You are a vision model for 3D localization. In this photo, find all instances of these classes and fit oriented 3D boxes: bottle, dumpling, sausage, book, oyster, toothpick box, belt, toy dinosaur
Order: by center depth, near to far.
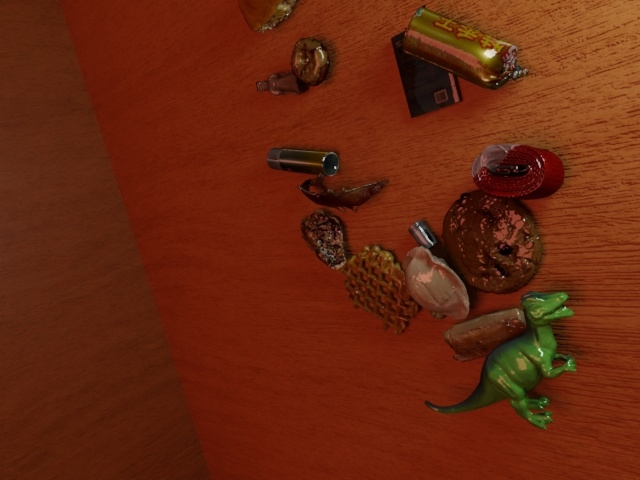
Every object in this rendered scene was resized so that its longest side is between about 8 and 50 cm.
[{"bbox_3d":[0.475,-0.162,1.331,0.201,0.124,0.128,12,98,50],"label":"belt"},{"bbox_3d":[0.345,-0.449,1.332,0.317,0.125,0.117,33,163,23],"label":"sausage"},{"bbox_3d":[0.280,-0.459,1.481,0.160,0.024,0.228,-9,99,47],"label":"book"},{"bbox_3d":[0.445,0.328,1.490,0.499,0.144,0.375,-11,107,37],"label":"toy dinosaur"},{"bbox_3d":[0.331,0.116,1.581,0.252,0.131,0.179,52,150,20],"label":"dumpling"},{"bbox_3d":[0.302,-0.013,1.631,0.083,0.052,0.052,54,137,13],"label":"toothpick box"},{"bbox_3d":[0.047,-0.167,1.799,0.206,0.113,0.327,32,163,-13],"label":"toy dinosaur"},{"bbox_3d":[-0.066,-0.270,1.890,0.286,0.082,0.082,14,116,44],"label":"bottle"},{"bbox_3d":[0.000,0.000,1.943,0.223,0.083,0.214,-11,96,55],"label":"oyster"}]

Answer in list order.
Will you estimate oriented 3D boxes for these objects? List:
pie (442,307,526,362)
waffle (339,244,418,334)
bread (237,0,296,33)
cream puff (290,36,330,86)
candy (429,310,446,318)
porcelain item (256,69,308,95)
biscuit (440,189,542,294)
[{"bbox_3d":[0.469,0.269,1.557,0.282,0.068,0.129,-31,100,42],"label":"pie"},{"bbox_3d":[0.188,0.163,1.825,0.301,0.058,0.282,50,137,20],"label":"waffle"},{"bbox_3d":[-0.162,-0.780,1.742,0.245,0.121,0.174,-32,84,51],"label":"bread"},{"bbox_3d":[-0.023,-0.555,1.719,0.149,0.084,0.149,18,119,36],"label":"cream puff"},{"bbox_3d":[0.320,0.154,1.696,0.202,0.061,0.061,55,138,27],"label":"candy"},{"bbox_3d":[-0.134,-0.527,1.871,0.213,0.054,0.084,8,110,44],"label":"porcelain item"},{"bbox_3d":[0.443,0.008,1.472,0.296,0.075,0.296,21,120,40],"label":"biscuit"}]
